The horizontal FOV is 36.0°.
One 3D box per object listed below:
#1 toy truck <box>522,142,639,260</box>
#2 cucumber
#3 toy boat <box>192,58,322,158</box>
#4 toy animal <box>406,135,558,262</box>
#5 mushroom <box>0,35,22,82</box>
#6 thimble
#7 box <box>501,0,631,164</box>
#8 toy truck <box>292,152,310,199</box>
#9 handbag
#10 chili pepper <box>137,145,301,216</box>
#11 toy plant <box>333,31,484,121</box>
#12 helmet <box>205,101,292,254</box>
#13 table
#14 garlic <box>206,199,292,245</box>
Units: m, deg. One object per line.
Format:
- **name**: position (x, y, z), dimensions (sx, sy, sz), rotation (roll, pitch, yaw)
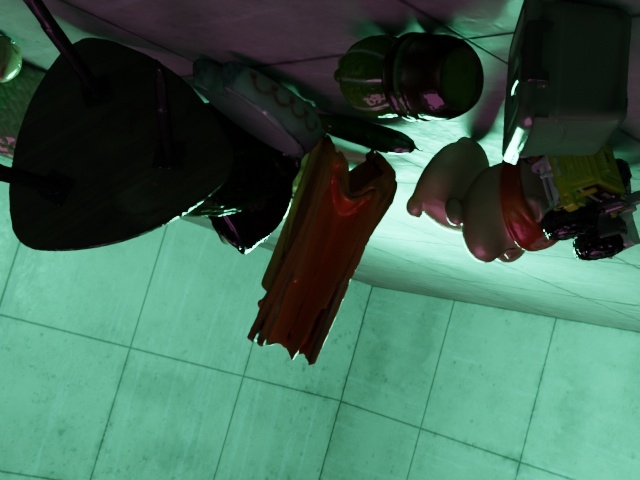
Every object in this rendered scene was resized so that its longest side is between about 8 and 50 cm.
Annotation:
- **toy truck**: position (0.336, -0.056, 1.205), dimensions (0.111, 0.136, 0.286), rotation (-20, 160, 27)
- **cucumber**: position (0.071, -0.152, 1.419), dimensions (0.167, 0.039, 0.039), rotation (17, 174, 13)
- **toy boat**: position (-0.076, -0.192, 1.350), dimensions (0.207, 0.079, 0.134), rotation (35, 166, -37)
- **toy animal**: position (0.233, -0.051, 1.316), dimensions (0.197, 0.171, 0.171), rotation (27, -179, 32)
- **mushroom**: position (-0.573, -0.300, 1.522), dimensions (0.223, 0.092, 0.081), rotation (20, -143, -3)
- **thimble**: position (-0.534, -0.225, 1.756), dimensions (0.219, 0.150, 0.219), rotation (16, 173, 2)
- **box**: position (0.215, -0.137, 0.866), dimensions (0.092, 0.124, 0.172), rotation (5, 174, 6)
- **toy truck**: position (0.038, -0.098, 1.764), dimensions (0.191, 0.085, 0.116), rotation (19, 168, -8)
- **handbag**: position (0.000, 0.000, 1.456), dimensions (0.116, 0.304, 0.410), rotation (21, -172, -4)
- **chili pepper**: position (-0.137, -0.085, 1.394), dimensions (0.257, 0.100, 0.074), rotation (-17, -161, -41)
- **toy plant**: position (0.083, -0.169, 1.013), dimensions (0.162, 0.093, 0.092), rotation (13, 174, 46)
- **helmet**: position (-0.140, -0.124, 1.561), dimensions (0.279, 0.160, 0.230), rotation (64, 168, -21)
- **table**: position (-0.308, -0.178, 1.220), dimensions (0.317, 0.317, 0.249), rotation (14, 165, 13)
- **garlic**: position (-0.178, -0.108, 2.102), dimensions (0.292, 0.210, 0.237), rotation (14, 141, 55)
